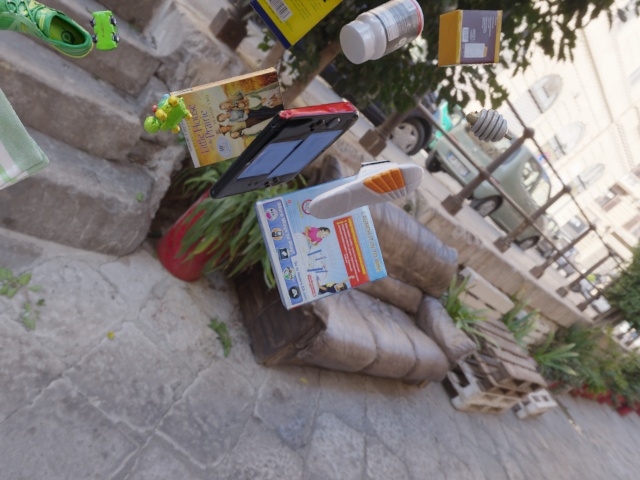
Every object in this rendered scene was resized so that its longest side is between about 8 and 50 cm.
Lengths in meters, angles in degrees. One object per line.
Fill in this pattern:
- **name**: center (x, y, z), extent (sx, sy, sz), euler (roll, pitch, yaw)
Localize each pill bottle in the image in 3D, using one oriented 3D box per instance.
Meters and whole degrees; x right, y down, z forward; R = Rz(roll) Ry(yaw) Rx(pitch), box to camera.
- **pill bottle**: center (0.219, -0.753, 1.677), extent (0.161, 0.283, 0.161), euler (45, -24, 26)

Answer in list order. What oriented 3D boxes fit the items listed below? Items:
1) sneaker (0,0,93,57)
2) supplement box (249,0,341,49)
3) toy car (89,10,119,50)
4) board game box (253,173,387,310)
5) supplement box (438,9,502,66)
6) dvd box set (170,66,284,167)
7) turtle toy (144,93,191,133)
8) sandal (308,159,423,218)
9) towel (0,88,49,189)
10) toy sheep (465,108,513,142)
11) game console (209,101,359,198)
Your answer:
- **sneaker**: center (-0.721, -0.562, 1.170), extent (0.295, 0.110, 0.123), euler (10, 0, -43)
- **supplement box**: center (-0.047, -0.856, 1.587), extent (0.195, 0.356, 0.194), euler (46, 15, -27)
- **toy car**: center (-0.553, -0.589, 1.185), extent (0.053, 0.239, 0.225), euler (-137, -139, -87)
- **board game box**: center (0.000, 0.000, 1.318), extent (0.086, 0.301, 0.308), euler (-177, -109, -77)
- **supplement box**: center (0.580, -0.784, 1.816), extent (0.194, 0.191, 0.129), euler (-7, 18, -16)
- **dvd box set**: center (-0.351, -0.493, 1.884), extent (0.062, 0.420, 0.308), euler (-122, -161, -54)
- **turtle toy**: center (-0.411, -0.333, 1.237), extent (0.066, 0.130, 0.095), euler (39, -5, 19)
- **sandal**: center (0.094, -0.128, 1.022), extent (0.102, 0.265, 0.076), euler (78, -6, -55)
- **towel**: center (-0.661, -0.141, 0.781), extent (0.038, 0.325, 0.248), euler (21, -38, 30)
- **toy sheep**: center (0.437, -0.295, 1.205), extent (0.132, 0.091, 0.091), euler (23, 18, 1)
- **game console**: center (-0.097, -0.247, 1.309), extent (0.342, 0.386, 0.060), euler (-28, 84, -48)
